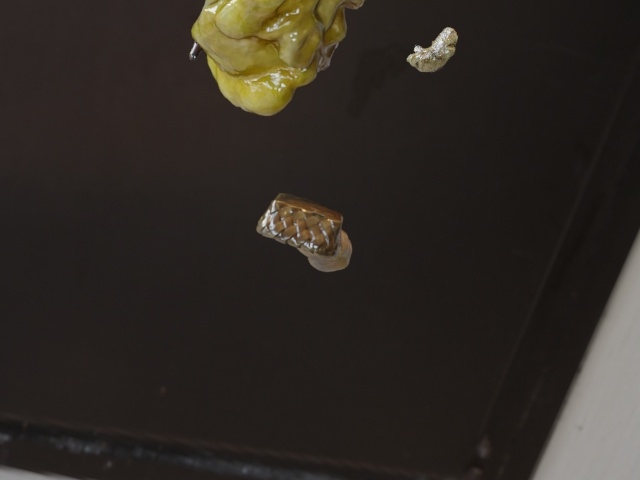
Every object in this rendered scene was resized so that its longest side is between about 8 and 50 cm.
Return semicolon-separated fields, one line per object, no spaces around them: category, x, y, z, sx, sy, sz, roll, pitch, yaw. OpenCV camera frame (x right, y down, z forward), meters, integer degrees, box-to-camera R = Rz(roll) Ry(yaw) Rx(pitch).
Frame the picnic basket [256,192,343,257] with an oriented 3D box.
picnic basket;-0.021;-0.023;1.738;0.110;0.054;0.193;19;6;-1

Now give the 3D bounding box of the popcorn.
popcorn;-0.041;-0.338;1.746;0.281;0.316;0.297;8;55;13

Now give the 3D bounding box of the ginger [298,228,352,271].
ginger;-0.002;0.000;2.101;0.095;0.068;0.190;9;-15;18

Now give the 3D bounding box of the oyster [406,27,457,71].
oyster;0.172;-0.306;2.165;0.038;0.083;0.081;5;24;-44
